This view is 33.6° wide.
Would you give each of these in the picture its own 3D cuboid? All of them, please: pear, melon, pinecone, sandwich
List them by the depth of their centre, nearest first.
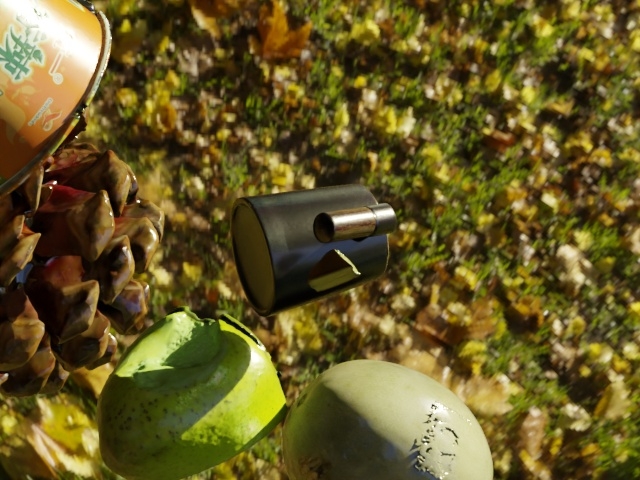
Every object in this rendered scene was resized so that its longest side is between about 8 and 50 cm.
[{"bbox_3d":[-0.327,0.002,1.107,0.384,0.384,0.384,3,65,-6],"label":"pinecone"},{"bbox_3d":[0.018,0.033,1.320,0.031,0.083,0.044,36,50,-32],"label":"sandwich"},{"bbox_3d":[-0.226,0.232,1.550,0.292,0.159,0.292,-16,27,8],"label":"pear"},{"bbox_3d":[0.107,0.321,1.562,0.330,0.268,0.268,35,65,-8],"label":"melon"}]

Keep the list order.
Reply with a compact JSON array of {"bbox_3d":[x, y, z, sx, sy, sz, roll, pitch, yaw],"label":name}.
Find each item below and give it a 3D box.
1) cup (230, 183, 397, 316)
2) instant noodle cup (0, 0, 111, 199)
[{"bbox_3d":[0.000,0.016,1.433,0.177,0.239,0.166,-12,108,-21],"label":"cup"},{"bbox_3d":[-0.311,-0.157,0.834,0.230,0.182,0.230,-22,46,25],"label":"instant noodle cup"}]
